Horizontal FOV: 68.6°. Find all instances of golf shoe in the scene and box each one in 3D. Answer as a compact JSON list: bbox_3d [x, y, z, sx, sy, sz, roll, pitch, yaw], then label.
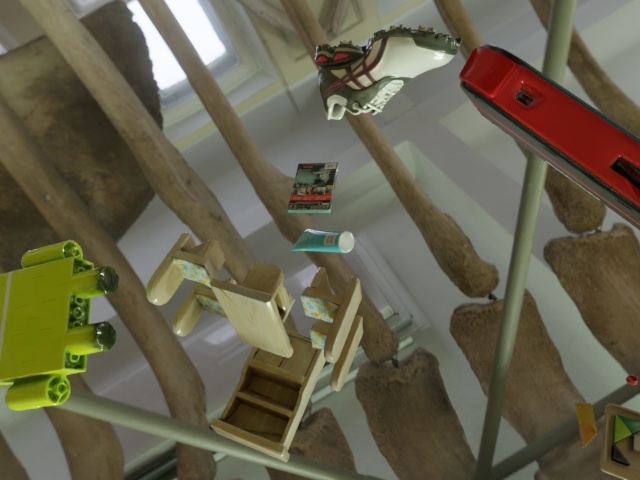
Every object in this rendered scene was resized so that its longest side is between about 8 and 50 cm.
[{"bbox_3d":[0.097,-0.251,0.716,0.105,0.120,0.273,-5,-169,-35],"label":"golf shoe"}]

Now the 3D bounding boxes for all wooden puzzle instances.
[{"bbox_3d":[0.328,0.212,0.483,0.116,0.014,0.078,9,-123,17],"label":"wooden puzzle"}]

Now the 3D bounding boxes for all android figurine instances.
[{"bbox_3d":[-0.426,0.124,0.704,0.273,0.056,0.248,-15,-112,17],"label":"android figurine"}]

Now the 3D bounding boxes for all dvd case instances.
[{"bbox_3d":[-0.013,-0.106,0.932,0.087,0.013,0.119,0,-121,16],"label":"dvd case"}]

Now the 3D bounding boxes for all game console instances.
[{"bbox_3d":[0.359,-0.102,0.618,0.386,0.342,0.060,43,-68,15],"label":"game console"}]

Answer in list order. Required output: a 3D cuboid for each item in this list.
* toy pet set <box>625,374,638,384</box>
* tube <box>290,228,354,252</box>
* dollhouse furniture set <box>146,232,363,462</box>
[{"bbox_3d":[0.520,0.212,0.648,0.114,0.065,0.122,-7,-142,-5],"label":"toy pet set"},{"bbox_3d":[0.000,0.000,1.216,0.207,0.052,0.080,4,-134,52],"label":"tube"},{"bbox_3d":[-0.125,0.230,0.922,0.362,0.394,0.256,14,-124,18],"label":"dollhouse furniture set"}]
